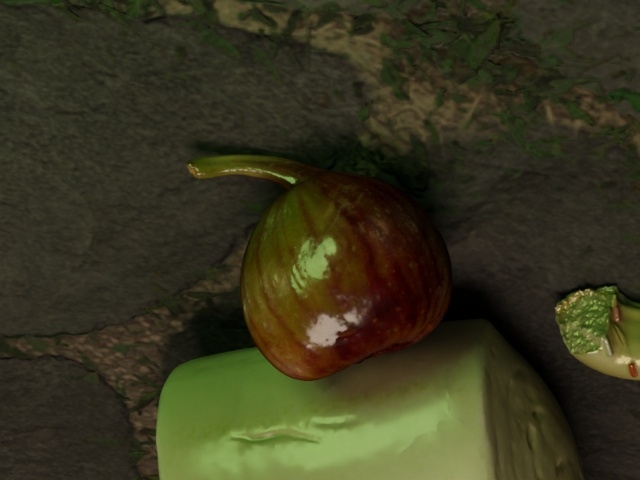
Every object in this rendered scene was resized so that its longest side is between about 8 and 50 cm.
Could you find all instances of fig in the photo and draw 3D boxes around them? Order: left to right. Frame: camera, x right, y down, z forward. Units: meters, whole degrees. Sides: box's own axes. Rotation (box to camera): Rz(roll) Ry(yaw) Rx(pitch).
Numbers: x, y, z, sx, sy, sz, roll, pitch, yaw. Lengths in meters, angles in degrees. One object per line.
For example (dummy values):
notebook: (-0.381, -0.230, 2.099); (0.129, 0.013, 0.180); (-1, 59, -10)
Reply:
fig: (0.008, 0.001, 1.543); (0.175, 0.207, 0.175); (-20, 167, -5)

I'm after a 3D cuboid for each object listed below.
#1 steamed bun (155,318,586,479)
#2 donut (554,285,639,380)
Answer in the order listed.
steamed bun: (0.061, 0.293, 1.731); (0.371, 0.290, 0.456); (-7, 136, 18)
donut: (0.290, 0.073, 1.606); (0.166, 0.065, 0.108); (-25, 128, 34)
